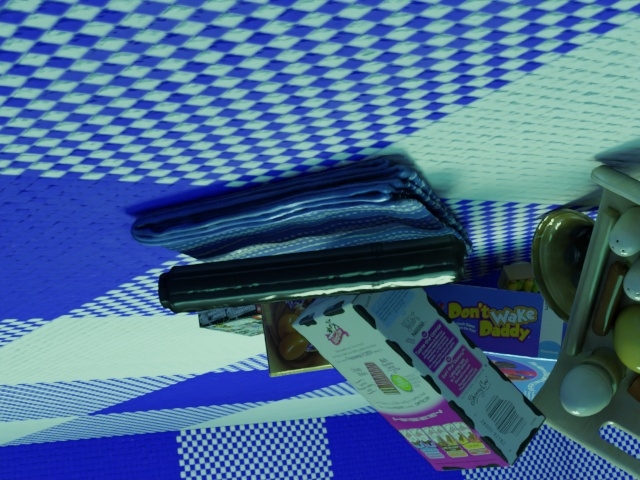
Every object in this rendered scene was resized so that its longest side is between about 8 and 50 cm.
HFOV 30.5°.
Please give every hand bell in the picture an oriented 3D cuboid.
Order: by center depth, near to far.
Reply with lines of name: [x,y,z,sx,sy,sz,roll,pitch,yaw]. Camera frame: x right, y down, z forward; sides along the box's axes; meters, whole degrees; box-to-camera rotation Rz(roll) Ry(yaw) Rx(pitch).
hand bell: [0.356,0.003,1.250,0.242,0.126,0.126,-15,172,-30]

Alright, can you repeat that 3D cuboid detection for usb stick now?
usb stick: [-0.006,0.031,1.063,0.278,0.045,0.077,-7,177,4]

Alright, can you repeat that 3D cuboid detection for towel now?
towel: [0.000,0.000,1.090,0.243,0.040,0.336,-11,167,15]

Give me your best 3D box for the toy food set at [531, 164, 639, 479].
toy food set: [0.314,0.100,1.073,0.092,0.219,0.306,-37,145,-38]

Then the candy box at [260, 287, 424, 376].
candy box: [0.027,0.087,1.327,0.186,0.109,0.053,-8,169,-5]

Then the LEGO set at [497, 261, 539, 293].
LEGO set: [0.359,0.077,1.502,0.287,0.107,0.132,4,162,-44]

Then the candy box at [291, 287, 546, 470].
candy box: [0.098,0.133,1.213,0.071,0.233,0.159,-49,-170,-25]

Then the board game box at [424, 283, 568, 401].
board game box: [0.196,0.138,1.520,0.233,0.078,0.347,7,164,11]

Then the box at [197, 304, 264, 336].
box: [-0.080,0.095,1.472,0.094,0.027,0.137,-15,166,22]
